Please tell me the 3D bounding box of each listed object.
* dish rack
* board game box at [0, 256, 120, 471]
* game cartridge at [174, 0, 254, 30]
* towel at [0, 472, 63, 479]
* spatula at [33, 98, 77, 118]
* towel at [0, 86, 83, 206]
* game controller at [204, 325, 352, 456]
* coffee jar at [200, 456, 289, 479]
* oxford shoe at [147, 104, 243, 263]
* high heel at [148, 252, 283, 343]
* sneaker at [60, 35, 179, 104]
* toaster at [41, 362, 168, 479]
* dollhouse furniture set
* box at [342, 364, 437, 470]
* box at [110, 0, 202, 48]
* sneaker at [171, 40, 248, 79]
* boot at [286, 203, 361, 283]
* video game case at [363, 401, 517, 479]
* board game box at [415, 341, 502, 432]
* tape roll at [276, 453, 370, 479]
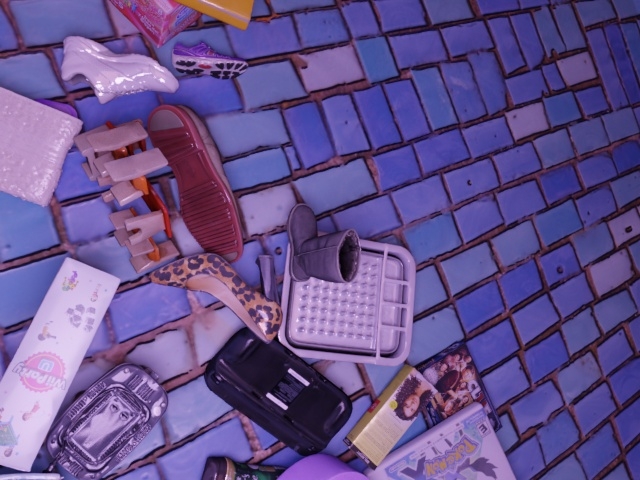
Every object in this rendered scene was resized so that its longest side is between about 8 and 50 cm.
[{"bbox_3d":[0.059,0.136,1.149,0.333,0.072,0.285,11,78,-22],"label":"dish rack"},{"bbox_3d":[-0.454,0.192,0.831,0.098,0.224,0.303,27,72,-20],"label":"board game box"},{"bbox_3d":[-0.276,-0.605,0.988,0.324,0.053,0.285,14,71,-21],"label":"game cartridge"},{"bbox_3d":[-0.575,0.495,0.721,0.375,0.090,0.320,7,109,-22],"label":"towel"},{"bbox_3d":[-0.623,-0.264,0.938,0.297,0.030,0.084,17,76,-20],"label":"spatula"},{"bbox_3d":[-0.613,-0.194,0.905,0.282,0.049,0.187,22,89,-19],"label":"towel"},{"bbox_3d":[-0.083,0.322,1.042,0.319,0.067,0.166,41,85,-13],"label":"game controller"},{"bbox_3d":[-0.150,0.495,0.991,0.184,0.079,0.096,18,75,-20],"label":"coffee jar"},{"bbox_3d":[-0.231,-0.122,1.041,0.130,0.123,0.348,-56,132,-65],"label":"oxford shoe"},{"bbox_3d":[-0.208,0.123,0.986,0.261,0.093,0.186,-3,62,-12],"label":"high heel"},{"bbox_3d":[-0.415,-0.329,1.021,0.232,0.090,0.115,12,83,-12],"label":"sneaker"},{"bbox_3d":[-0.384,0.321,0.880,0.129,0.146,0.227,47,66,-9],"label":"toaster"},{"bbox_3d":[-0.344,-0.114,0.928,0.135,0.262,0.259,-26,61,-27],"label":"dollhouse furniture set"},{"bbox_3d":[0.160,0.402,1.133,0.087,0.058,0.232,44,77,-7],"label":"box"},{"bbox_3d":[-0.391,-0.588,1.034,0.300,0.142,0.154,46,65,-11],"label":"box"},{"bbox_3d":[-0.247,-0.414,1.113,0.170,0.068,0.071,2,75,-23],"label":"sneaker"},{"bbox_3d":[0.002,-0.001,0.997,0.076,0.208,0.189,-1,81,-24],"label":"boot"},{"bbox_3d":[0.304,0.594,1.164,0.329,0.036,0.299,-26,92,-14],"label":"video game case"},{"bbox_3d":[0.345,0.403,1.245,0.165,0.042,0.243,-26,92,-25],"label":"board game box"},{"bbox_3d":[-0.008,0.577,0.979,0.275,0.090,0.274,-7,101,-42],"label":"tape roll"}]
